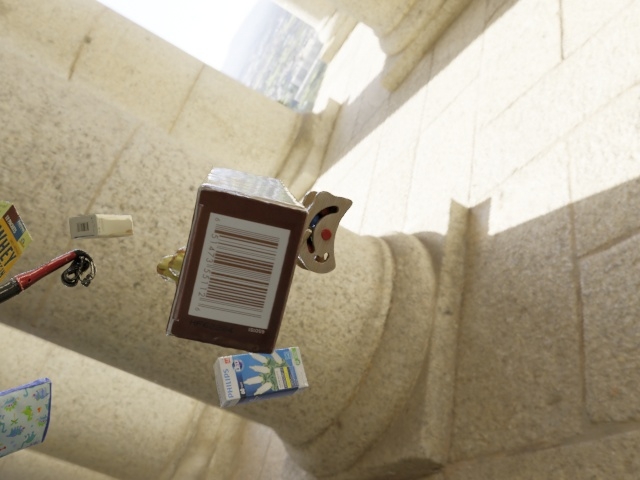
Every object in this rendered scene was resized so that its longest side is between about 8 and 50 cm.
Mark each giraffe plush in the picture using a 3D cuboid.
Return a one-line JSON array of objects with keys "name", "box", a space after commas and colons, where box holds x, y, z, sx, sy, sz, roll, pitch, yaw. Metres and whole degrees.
[{"name": "giraffe plush", "box": [-0.189, 0.028, 1.125, 0.210, 0.181, 0.170, 0, 55, 40]}]

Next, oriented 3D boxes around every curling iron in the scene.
[{"name": "curling iron", "box": [-0.488, 0.080, 0.948, 0.035, 0.068, 0.274, -42, -8, 36]}]

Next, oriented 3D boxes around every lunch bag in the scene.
[{"name": "lunch bag", "box": [-0.648, 0.369, 1.211, 0.129, 0.096, 0.151, -10, -51, -60]}]

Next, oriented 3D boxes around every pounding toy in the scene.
[{"name": "pounding toy", "box": [0.000, 0.000, 1.443, 0.269, 0.154, 0.155, -57, 25, -11]}]

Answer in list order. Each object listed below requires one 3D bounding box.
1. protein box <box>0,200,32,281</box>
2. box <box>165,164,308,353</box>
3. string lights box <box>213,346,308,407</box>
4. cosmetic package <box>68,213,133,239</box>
[{"name": "protein box", "box": [-0.811, 0.010, 1.283, 0.136, 0.200, 0.201, 95, -170, -51]}, {"name": "box", "box": [-0.125, 0.002, 0.850, 0.381, 0.143, 0.191, -126, 50, -78]}, {"name": "string lights box", "box": [-0.181, 0.411, 1.731, 0.077, 0.260, 0.133, -54, 46, 50]}, {"name": "cosmetic package", "box": [-0.412, -0.025, 1.081, 0.115, 0.060, 0.041, -4, -93, -74]}]
